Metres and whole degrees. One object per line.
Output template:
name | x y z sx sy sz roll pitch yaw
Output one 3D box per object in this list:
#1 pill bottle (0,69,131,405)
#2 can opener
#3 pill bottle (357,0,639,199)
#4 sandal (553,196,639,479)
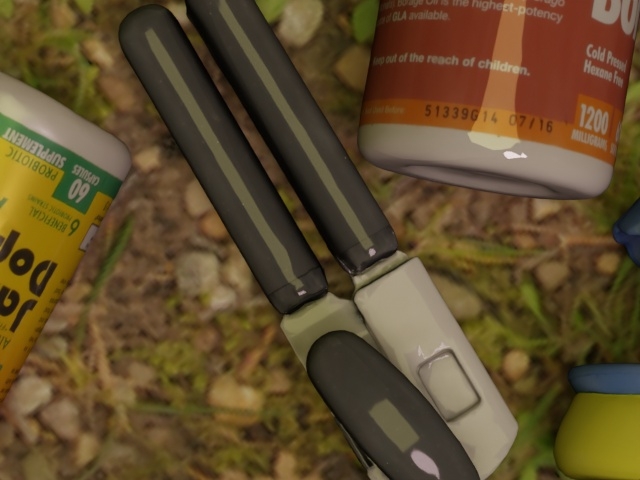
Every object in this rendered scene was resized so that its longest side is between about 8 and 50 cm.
pill bottle | -0.184 0.022 0.798 0.117 0.117 0.208 29 87 0
can opener | 0.000 0.000 0.814 0.076 0.095 0.283 -31 89 -3
pill bottle | 0.092 -0.133 0.810 0.121 0.121 0.216 10 88 -1
sandal | 0.261 0.030 0.811 0.317 0.126 0.138 -6 84 -3
